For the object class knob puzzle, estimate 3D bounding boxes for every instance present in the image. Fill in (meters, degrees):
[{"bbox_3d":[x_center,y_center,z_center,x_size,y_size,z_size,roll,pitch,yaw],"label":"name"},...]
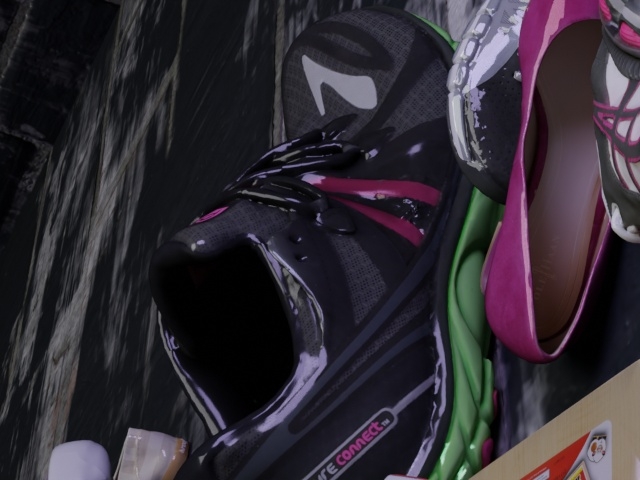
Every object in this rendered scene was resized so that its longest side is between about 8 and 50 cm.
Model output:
[{"bbox_3d":[0.115,0.177,0.906,0.213,0.030,0.213,-50,27,37],"label":"knob puzzle"}]

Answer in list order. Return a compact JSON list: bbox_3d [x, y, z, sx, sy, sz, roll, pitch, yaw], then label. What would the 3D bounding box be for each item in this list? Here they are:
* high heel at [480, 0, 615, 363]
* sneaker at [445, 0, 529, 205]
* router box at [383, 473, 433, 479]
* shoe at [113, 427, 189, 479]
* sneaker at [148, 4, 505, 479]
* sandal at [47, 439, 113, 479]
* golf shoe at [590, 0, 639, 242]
[{"bbox_3d":[0.140,-0.056,1.010,0.117,0.082,0.244,-116,46,-74],"label":"high heel"},{"bbox_3d":[0.147,-0.138,1.097,0.132,0.086,0.228,-31,40,62],"label":"sneaker"},{"bbox_3d":[0.081,0.273,0.747,0.301,0.082,0.335,-3,67,64],"label":"router box"},{"bbox_3d":[-0.191,0.262,1.773,0.076,0.058,0.219,-98,32,-59],"label":"shoe"},{"bbox_3d":[0.000,0.000,1.196,0.185,0.202,0.482,-56,21,38],"label":"sneaker"},{"bbox_3d":[-0.172,0.324,1.163,0.169,0.102,0.416,90,178,-54],"label":"sandal"},{"bbox_3d":[0.184,-0.039,0.870,0.273,0.105,0.120,-90,9,-64],"label":"golf shoe"}]
